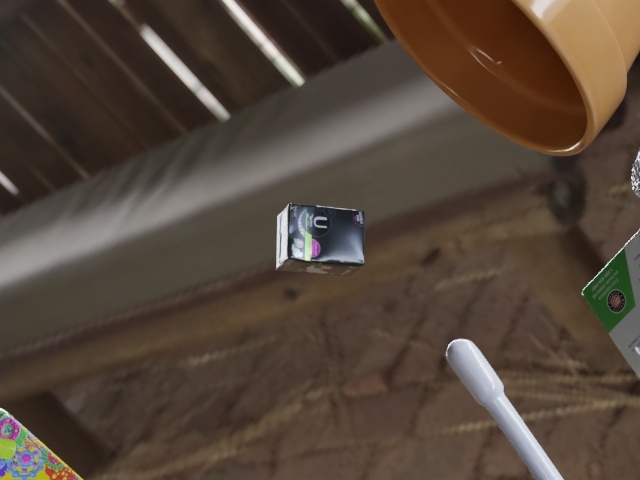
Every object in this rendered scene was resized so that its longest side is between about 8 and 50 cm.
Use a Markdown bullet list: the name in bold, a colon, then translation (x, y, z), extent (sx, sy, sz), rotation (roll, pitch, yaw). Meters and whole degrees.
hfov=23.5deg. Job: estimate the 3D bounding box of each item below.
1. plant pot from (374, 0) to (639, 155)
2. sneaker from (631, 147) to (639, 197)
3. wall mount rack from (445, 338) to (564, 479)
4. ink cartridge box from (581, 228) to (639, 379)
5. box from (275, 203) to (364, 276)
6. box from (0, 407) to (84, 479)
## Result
- **plant pot**: translation (0.216, -0.254, 1.513), extent (0.203, 0.291, 0.291), rotation (-46, 21, -14)
- **sneaker**: translation (0.409, -0.115, 1.422), extent (0.268, 0.153, 0.101), rotation (-54, 4, -15)
- **wall mount rack**: translation (0.087, 0.242, 0.858), extent (0.350, 0.304, 0.130), rotation (-36, 28, 6)
- **ink cartridge box**: translation (0.337, 0.078, 1.281), extent (0.087, 0.208, 0.153), rotation (-16, -25, -36)
- **box**: translation (0.000, 0.000, 1.603), extent (0.052, 0.083, 0.062), rotation (139, 135, -68)
- **box**: translation (-0.354, 0.280, 1.313), extent (0.290, 0.177, 0.279), rotation (-51, 29, -16)
